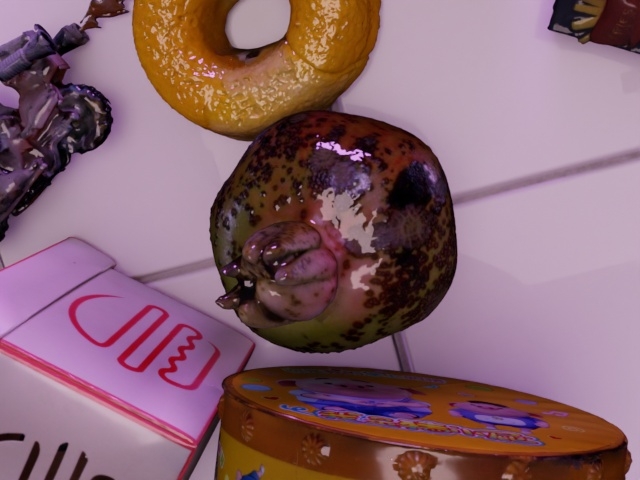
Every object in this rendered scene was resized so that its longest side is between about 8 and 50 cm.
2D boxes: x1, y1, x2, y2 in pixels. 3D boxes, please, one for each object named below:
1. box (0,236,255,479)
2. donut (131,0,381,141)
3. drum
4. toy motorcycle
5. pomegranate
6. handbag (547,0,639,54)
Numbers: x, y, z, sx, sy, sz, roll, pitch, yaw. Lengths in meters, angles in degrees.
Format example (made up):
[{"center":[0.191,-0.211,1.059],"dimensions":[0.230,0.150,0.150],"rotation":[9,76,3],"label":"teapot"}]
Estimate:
[{"center":[-0.292,0.222,0.895],"dimensions":[0.300,0.312,0.314],"rotation":[27,104,0],"label":"box"},{"center":[-0.082,-0.258,0.877],"dimensions":[0.303,0.110,0.302],"rotation":[2,102,10],"label":"donut"},{"center":[0.094,0.268,0.787],"dimensions":[0.431,0.431,0.214],"rotation":[7,88,6],"label":"drum"},{"center":[-0.363,-0.166,0.925],"dimensions":[0.401,0.134,0.207],"rotation":[-40,100,13],"label":"toy motorcycle"},{"center":[0.000,0.000,0.800],"dimensions":[0.285,0.341,0.284],"rotation":[3,103,15],"label":"pomegranate"},{"center":[0.406,-0.317,0.741],"dimensions":[0.329,0.122,0.303],"rotation":[14,134,7],"label":"handbag"}]
